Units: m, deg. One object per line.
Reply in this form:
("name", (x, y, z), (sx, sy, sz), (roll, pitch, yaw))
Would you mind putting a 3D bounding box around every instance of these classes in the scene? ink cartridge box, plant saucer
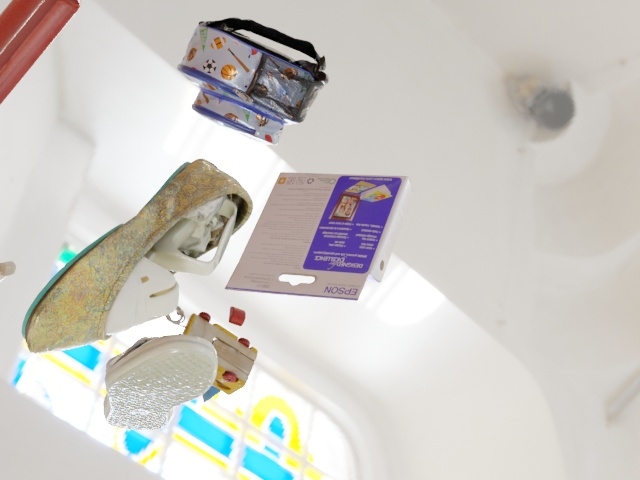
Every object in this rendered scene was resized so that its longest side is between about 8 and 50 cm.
("ink cartridge box", (0.000, 0.000, 1.593), (0.206, 0.045, 0.208), (4, -126, 30))
("plant saucer", (-0.490, -0.331, 1.935), (0.258, 0.048, 0.259), (-53, -176, -8))

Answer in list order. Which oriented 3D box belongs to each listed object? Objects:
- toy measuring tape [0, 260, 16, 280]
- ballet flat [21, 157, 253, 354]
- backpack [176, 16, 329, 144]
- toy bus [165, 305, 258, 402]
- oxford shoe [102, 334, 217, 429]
("toy measuring tape", (-0.666, 0.105, 2.002), (0.330, 0.121, 0.121), (-37, -145, 11))
("ballet flat", (-0.183, 0.023, 1.317), (0.123, 0.123, 0.348), (-20, -160, 39))
("backpack", (-0.143, -0.307, 2.276), (0.213, 0.263, 0.276), (-59, -172, -3))
("toy bus", (-0.230, 0.226, 2.393), (0.104, 0.191, 0.202), (-35, -110, 46))
("oxford shoe", (-0.281, 0.215, 2.001), (0.449, 0.169, 0.130), (132, -35, -63))
